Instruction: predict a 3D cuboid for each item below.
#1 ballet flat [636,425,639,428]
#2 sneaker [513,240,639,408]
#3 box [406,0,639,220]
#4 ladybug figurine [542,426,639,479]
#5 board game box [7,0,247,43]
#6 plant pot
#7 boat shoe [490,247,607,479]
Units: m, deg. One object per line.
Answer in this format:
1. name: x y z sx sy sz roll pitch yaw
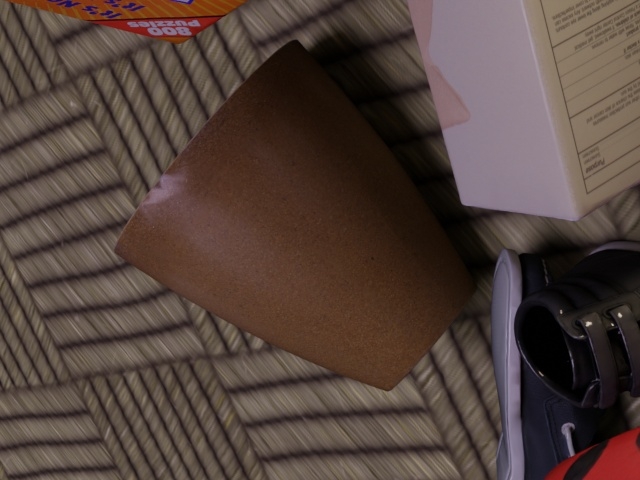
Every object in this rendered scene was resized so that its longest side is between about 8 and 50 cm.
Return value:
1. ballet flat: 0.299 0.231 1.433 0.067 0.073 0.206 -3 119 24
2. sneaker: 0.262 0.069 1.266 0.296 0.147 0.104 4 117 50
3. box: 0.145 -0.183 1.225 0.121 0.148 0.311 10 122 50
4. ladybug figurine: 0.288 0.191 1.216 0.449 0.305 0.161 -32 70 50
5. board game box: -0.158 -0.380 1.150 0.356 0.357 0.356 -22 61 57
6. plant pot: 0.000 0.000 1.514 0.254 0.237 0.237 39 145 2
7. boat shoe: 0.188 0.137 1.470 0.114 0.091 0.302 -91 -4 -55
